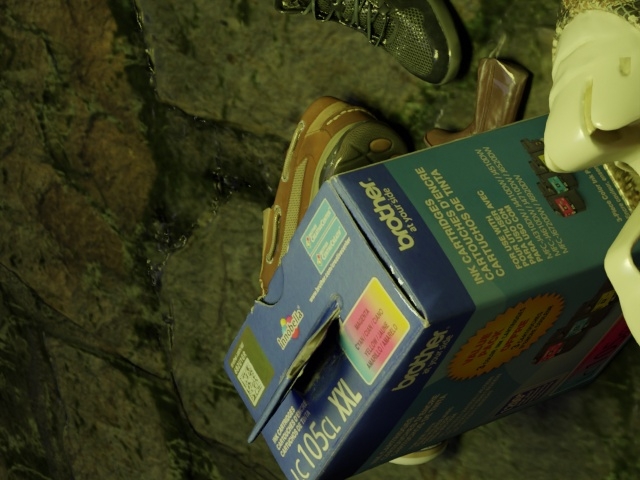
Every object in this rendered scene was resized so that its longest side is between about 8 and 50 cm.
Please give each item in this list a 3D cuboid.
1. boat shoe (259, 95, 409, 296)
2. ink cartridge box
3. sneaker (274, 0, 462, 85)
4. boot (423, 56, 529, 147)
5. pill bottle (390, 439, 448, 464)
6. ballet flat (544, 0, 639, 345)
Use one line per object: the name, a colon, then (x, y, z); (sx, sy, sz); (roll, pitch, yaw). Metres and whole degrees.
boat shoe: (0.000, 0.000, 1.920); (0.120, 0.123, 0.324); (48, 131, 42)
ink cartridge box: (0.099, 0.048, 1.526); (0.151, 0.396, 0.270); (58, 144, 23)
sneaker: (0.031, -0.219, 1.761); (0.227, 0.130, 0.087); (54, 143, 25)
boot: (0.141, -0.123, 1.719); (0.106, 0.037, 0.114); (25, 127, 34)
pill bottle: (0.090, 0.126, 1.845); (0.094, 0.094, 0.169); (39, 133, 41)
ballet flat: (0.271, -0.031, 1.393); (0.482, 0.182, 0.164); (64, 152, 6)
